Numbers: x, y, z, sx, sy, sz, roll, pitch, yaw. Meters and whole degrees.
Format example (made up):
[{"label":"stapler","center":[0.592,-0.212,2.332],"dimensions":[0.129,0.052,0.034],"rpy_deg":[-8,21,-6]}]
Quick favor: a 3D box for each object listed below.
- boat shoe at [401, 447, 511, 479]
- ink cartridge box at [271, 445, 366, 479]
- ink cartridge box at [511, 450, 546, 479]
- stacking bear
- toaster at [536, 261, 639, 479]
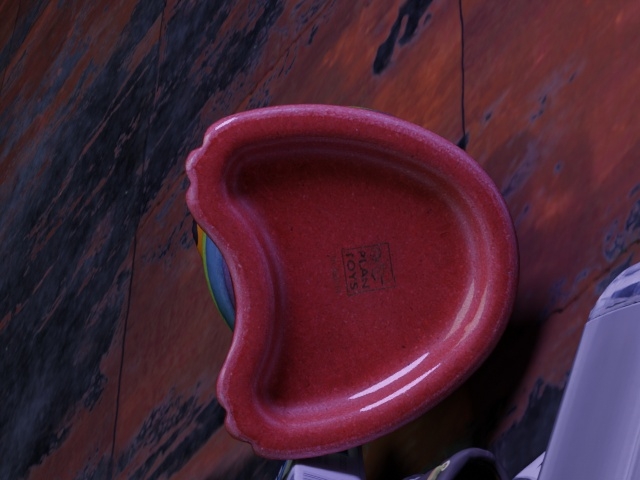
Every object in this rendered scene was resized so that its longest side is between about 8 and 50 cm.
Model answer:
[{"label":"boat shoe","center":[0.050,0.196,0.888],"dimensions":[0.068,0.081,0.227],"rpy_deg":[-51,23,44]},{"label":"ink cartridge box","center":[-0.029,0.208,1.011],"dimensions":[0.206,0.045,0.208],"rpy_deg":[-96,24,-82]},{"label":"ink cartridge box","center":[0.111,0.123,0.697],"dimensions":[0.191,0.082,0.140],"rpy_deg":[-34,8,-25]},{"label":"stacking bear","center":[0.000,0.000,1.109],"dimensions":[0.289,0.164,0.175],"rpy_deg":[-145,46,-79]},{"label":"toaster","center":[0.145,0.093,0.567],"dimensions":[0.129,0.227,0.146],"rpy_deg":[146,141,-70]}]
